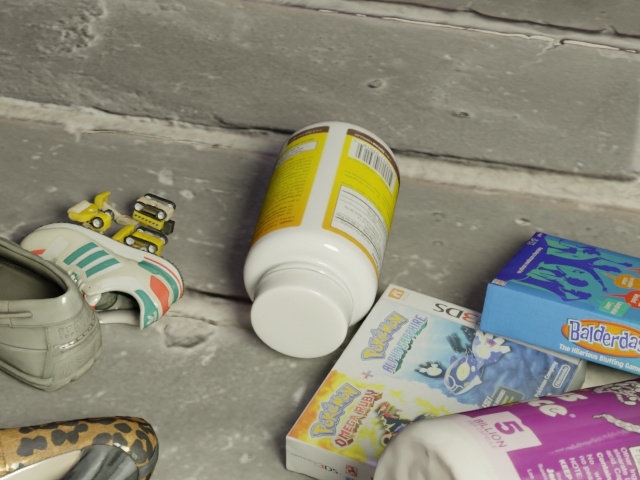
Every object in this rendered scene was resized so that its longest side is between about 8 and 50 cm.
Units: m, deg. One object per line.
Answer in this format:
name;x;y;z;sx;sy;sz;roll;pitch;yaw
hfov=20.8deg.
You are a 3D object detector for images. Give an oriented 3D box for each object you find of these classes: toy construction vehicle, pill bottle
toy construction vehicle;-0.178;-0.012;1.601;0.098;0.035;0.086;19;31;14
pill bottle;0.000;0.000;1.533;0.117;0.117;0.215;7;42;8
pill bottle;0.202;0.190;1.263;0.301;0.169;0.169;-7;40;-28

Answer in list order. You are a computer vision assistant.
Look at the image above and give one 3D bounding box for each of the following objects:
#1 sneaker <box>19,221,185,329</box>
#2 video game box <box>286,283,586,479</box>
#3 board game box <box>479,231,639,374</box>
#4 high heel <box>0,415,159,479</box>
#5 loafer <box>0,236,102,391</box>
sneaker;-0.206;0.036;1.540;0.161;0.057;0.075;17;39;15
video game box;0.098;0.137;1.433;0.187;0.048;0.205;16;44;21
board game box;0.259;0.059;1.476;0.210;0.047;0.160;16;21;16
high heel;-0.266;0.176;1.387;0.261;0.093;0.186;10;24;24
loafer;-0.324;0.021;1.517;0.319;0.111;0.112;22;46;23
